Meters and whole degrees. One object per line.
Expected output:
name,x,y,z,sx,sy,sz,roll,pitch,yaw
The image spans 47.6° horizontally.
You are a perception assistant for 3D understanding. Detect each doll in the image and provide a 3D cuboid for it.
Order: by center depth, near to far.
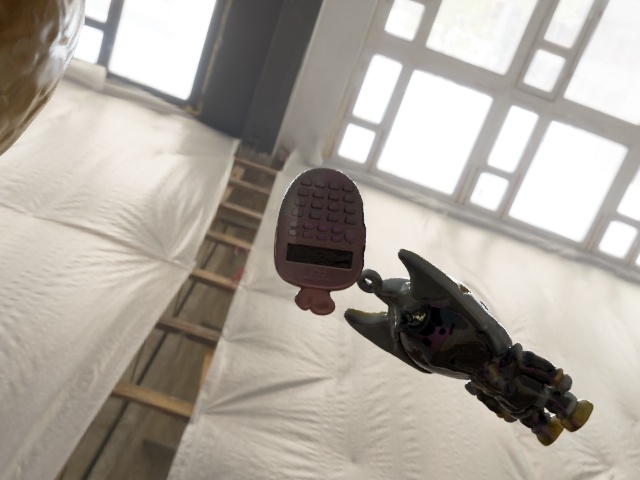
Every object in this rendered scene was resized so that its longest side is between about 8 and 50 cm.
doll,0.177,0.128,0.869,0.316,0.103,0.145,38,160,1

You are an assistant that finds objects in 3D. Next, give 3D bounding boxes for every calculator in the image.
calculator,0.000,0.000,0.801,0.103,0.166,0.024,8,168,-9

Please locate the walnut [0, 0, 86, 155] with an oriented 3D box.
walnut,-0.203,-0.105,0.337,0.159,0.159,0.207,25,-119,14
